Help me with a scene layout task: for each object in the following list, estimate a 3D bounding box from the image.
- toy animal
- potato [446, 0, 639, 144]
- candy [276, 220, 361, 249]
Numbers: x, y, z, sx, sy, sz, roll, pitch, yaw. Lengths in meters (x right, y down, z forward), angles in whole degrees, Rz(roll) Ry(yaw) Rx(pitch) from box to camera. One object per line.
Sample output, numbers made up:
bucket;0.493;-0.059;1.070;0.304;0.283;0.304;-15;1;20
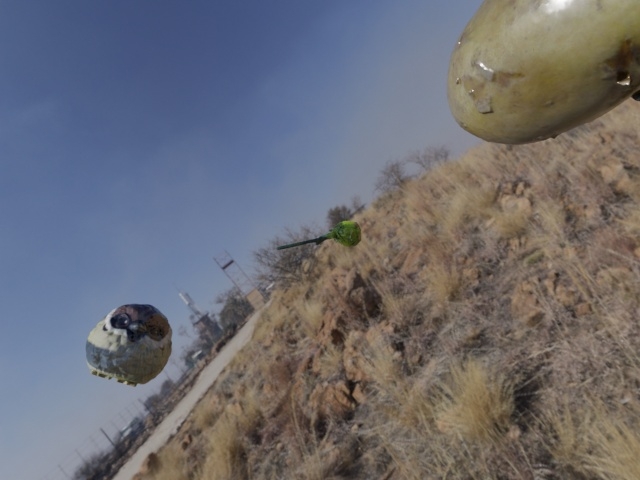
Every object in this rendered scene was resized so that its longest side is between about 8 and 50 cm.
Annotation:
toy animal;-0.232;0.127;0.496;0.098;0.098;0.137;-38;1;-29
potato;0.227;-0.183;0.365;0.165;0.164;0.262;-38;10;-37
candy;0.000;0.000;0.527;0.123;0.035;0.035;-13;27;-25
